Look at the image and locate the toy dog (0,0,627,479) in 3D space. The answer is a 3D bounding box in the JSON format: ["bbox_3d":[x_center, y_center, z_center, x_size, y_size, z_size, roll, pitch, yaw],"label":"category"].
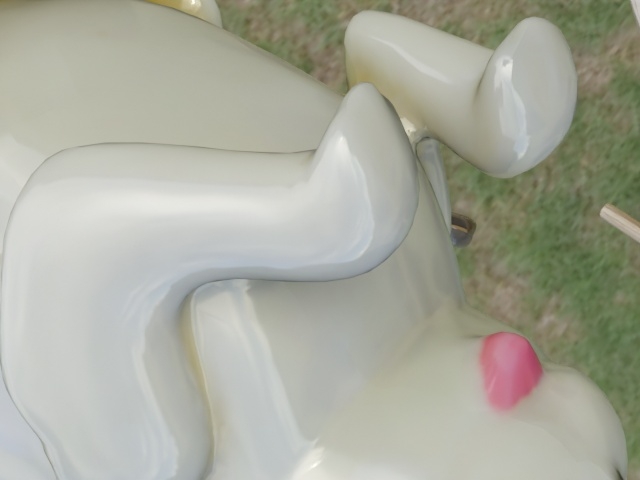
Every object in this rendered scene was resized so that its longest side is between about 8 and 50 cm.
[{"bbox_3d":[-0.062,0.051,0.567,0.408,0.284,0.395,41,114,10],"label":"toy dog"}]

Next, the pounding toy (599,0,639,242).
[{"bbox_3d":[0.269,-0.068,1.022,0.155,0.154,0.269,-19,77,14],"label":"pounding toy"}]

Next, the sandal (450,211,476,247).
[{"bbox_3d":[0.000,0.000,0.993,0.219,0.090,0.060,4,94,3],"label":"sandal"}]
